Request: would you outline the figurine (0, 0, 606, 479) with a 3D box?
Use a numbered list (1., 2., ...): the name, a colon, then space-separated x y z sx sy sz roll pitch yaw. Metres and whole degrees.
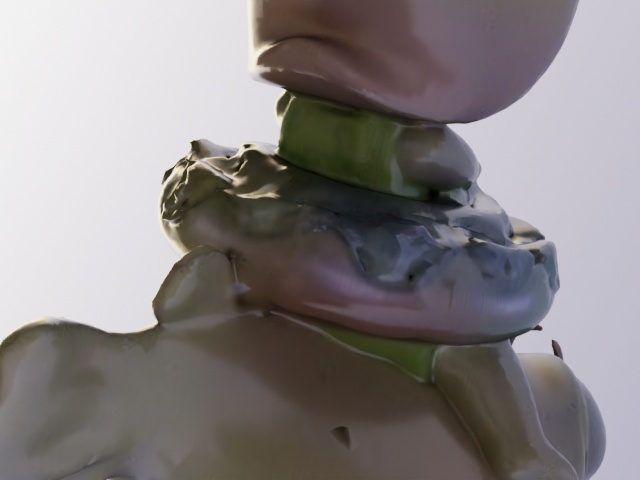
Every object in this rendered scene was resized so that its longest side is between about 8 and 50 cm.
1. figurine: 0.000 0.000 0.489 0.226 0.274 0.394 20 -74 31
